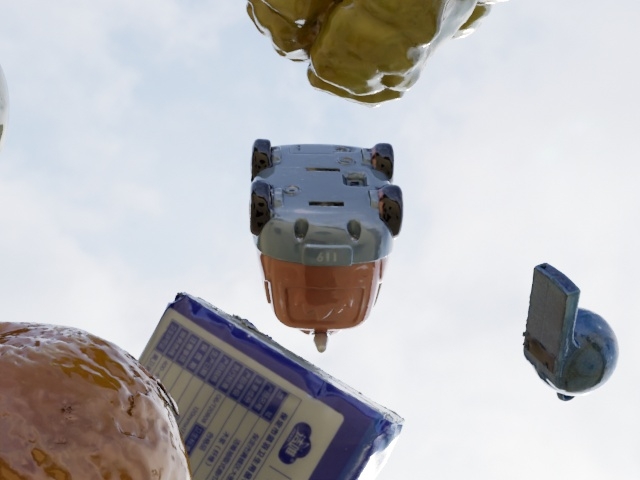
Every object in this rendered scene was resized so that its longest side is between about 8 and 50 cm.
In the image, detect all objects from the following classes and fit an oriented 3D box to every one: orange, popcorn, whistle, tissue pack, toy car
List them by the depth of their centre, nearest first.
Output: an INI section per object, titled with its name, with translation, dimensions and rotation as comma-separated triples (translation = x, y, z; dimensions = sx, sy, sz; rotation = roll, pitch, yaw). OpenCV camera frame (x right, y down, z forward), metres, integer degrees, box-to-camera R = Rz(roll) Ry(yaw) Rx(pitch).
[orange]
translation = -0.172, 0.131, 0.678
dimensions = 0.219, 0.219, 0.193
rotation = 2, -70, 37
[popcorn]
translation = 0.040, -0.210, 0.910
dimensions = 0.200, 0.226, 0.203
rotation = 44, -61, -3
[tissue pack]
translation = -0.084, 0.203, 1.071
dimensions = 0.209, 0.269, 0.137
rotation = 29, -1, 7
[whistle]
translation = 0.233, 0.086, 1.238
dimensions = 0.090, 0.090, 0.157
rotation = 19, -52, 23
[toy car]
translation = 0.000, 0.000, 1.667
dimensions = 0.181, 0.270, 0.212
rotation = 1, -62, -4

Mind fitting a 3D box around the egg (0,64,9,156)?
[egg]
translation = -0.395, -0.098, 1.171
dimensions = 0.219, 0.269, 0.219
rotation = 29, -33, 21
